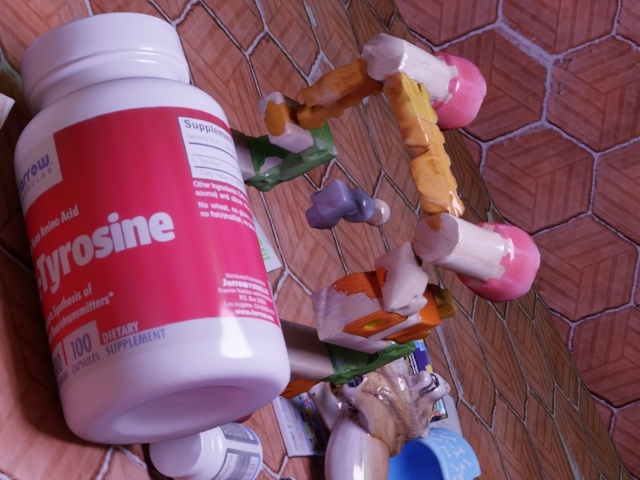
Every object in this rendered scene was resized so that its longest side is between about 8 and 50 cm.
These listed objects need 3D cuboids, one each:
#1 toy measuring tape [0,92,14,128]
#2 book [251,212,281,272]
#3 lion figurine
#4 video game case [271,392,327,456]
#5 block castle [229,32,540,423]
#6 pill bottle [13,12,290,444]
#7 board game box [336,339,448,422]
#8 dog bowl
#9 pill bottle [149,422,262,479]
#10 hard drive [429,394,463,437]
[{"bbox_3d":[-0.357,-0.142,1.447,0.330,0.121,0.121,25,46,-63],"label":"toy measuring tape"},{"bbox_3d":[-0.110,0.009,2.104,0.096,0.035,0.144,64,20,1],"label":"book"},{"bbox_3d":[0.049,0.308,2.051,0.240,0.142,0.392,55,44,-48],"label":"lion figurine"},{"bbox_3d":[-0.027,0.243,2.094,0.122,0.011,0.087,16,53,-66],"label":"video game case"},{"bbox_3d":[0.000,0.000,1.764,0.213,0.453,0.303,20,49,-55],"label":"block castle"},{"bbox_3d":[-0.184,-0.016,1.614,0.229,0.229,0.407,29,42,-62],"label":"pill bottle"},{"bbox_3d":[0.091,0.192,2.265,0.048,0.141,0.170,55,19,-72],"label":"board game box"},{"bbox_3d":[0.151,0.400,2.192,0.074,0.166,0.297,20,50,-50],"label":"dog bowl"},{"bbox_3d":[-0.126,0.232,1.731,0.137,0.078,0.078,28,44,-63],"label":"pill bottle"},{"bbox_3d":[0.191,0.372,2.500,0.210,0.040,0.318,40,33,-54],"label":"hard drive"}]
